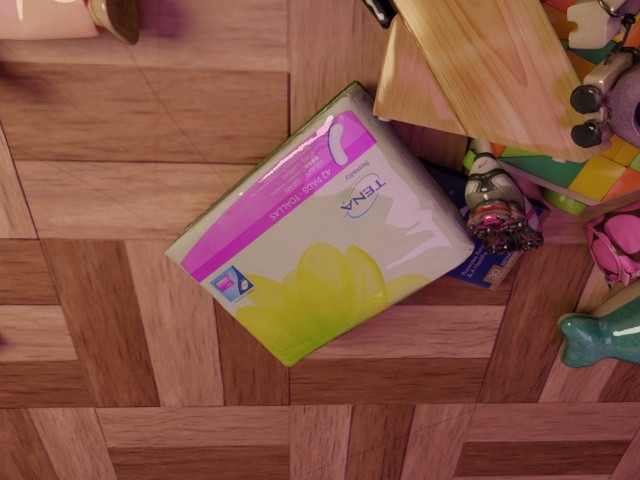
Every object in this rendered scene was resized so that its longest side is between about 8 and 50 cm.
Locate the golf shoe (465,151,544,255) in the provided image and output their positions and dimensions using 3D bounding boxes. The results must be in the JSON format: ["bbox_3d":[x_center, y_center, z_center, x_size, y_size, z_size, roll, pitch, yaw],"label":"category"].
[{"bbox_3d":[0.208,-0.034,0.513,0.067,0.086,0.186,-9,161,26],"label":"golf shoe"}]

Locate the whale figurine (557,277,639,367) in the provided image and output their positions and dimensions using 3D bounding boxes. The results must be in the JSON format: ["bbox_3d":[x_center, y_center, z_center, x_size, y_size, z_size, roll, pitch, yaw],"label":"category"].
[{"bbox_3d":[0.489,0.131,0.646,0.271,0.141,0.216,-15,121,7],"label":"whale figurine"}]

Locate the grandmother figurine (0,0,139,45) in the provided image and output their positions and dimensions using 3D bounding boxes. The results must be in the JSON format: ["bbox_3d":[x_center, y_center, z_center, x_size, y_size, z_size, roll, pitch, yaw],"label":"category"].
[{"bbox_3d":[-0.352,-0.232,0.420,0.342,0.104,0.208,1,96,0],"label":"grandmother figurine"}]

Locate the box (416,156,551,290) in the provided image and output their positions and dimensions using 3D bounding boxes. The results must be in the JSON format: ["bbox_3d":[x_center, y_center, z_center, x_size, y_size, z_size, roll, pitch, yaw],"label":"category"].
[{"bbox_3d":[0.167,-0.022,0.602,0.225,0.037,0.137,18,119,-11],"label":"box"}]

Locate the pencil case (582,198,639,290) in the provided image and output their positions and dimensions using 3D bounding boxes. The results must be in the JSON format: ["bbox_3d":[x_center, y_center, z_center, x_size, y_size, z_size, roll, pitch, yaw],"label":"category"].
[{"bbox_3d":[0.459,-0.016,0.582,0.209,0.098,0.095,-25,119,11],"label":"pencil case"}]

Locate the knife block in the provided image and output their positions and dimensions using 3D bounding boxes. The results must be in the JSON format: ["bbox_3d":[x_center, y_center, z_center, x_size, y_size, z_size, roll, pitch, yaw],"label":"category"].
[{"bbox_3d":[0.141,-0.218,0.399,0.275,0.088,0.242,17,116,12],"label":"knife block"}]

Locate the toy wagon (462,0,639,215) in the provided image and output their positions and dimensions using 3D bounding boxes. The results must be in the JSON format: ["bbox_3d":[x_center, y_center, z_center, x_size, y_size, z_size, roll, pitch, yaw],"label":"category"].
[{"bbox_3d":[0.337,-0.153,0.511,0.344,0.068,0.267,19,119,-13],"label":"toy wagon"}]

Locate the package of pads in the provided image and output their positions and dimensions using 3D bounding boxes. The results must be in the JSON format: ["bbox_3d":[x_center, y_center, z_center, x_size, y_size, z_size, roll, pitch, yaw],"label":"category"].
[{"bbox_3d":[0.000,0.000,0.545,0.296,0.101,0.229,-37,107,23],"label":"package of pads"}]

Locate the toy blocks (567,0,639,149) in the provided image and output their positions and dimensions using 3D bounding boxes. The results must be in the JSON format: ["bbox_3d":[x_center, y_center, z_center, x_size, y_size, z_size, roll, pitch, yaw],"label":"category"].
[{"bbox_3d":[0.336,-0.216,0.230,0.309,0.260,0.289,-40,130,-16],"label":"toy blocks"}]
